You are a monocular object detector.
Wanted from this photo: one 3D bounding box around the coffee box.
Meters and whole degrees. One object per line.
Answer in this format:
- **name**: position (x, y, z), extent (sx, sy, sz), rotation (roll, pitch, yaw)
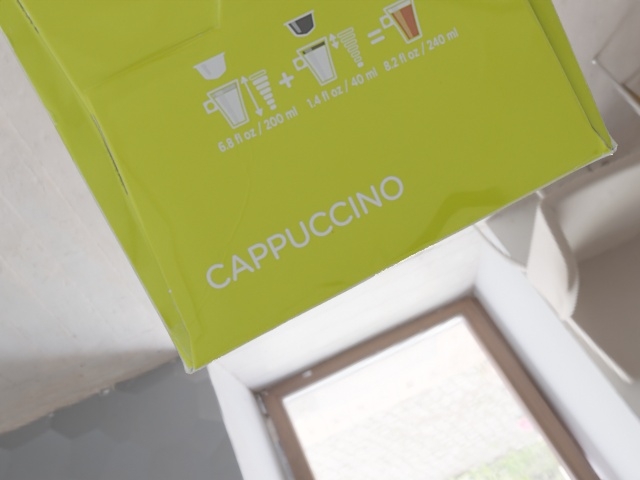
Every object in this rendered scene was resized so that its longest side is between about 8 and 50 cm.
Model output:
- **coffee box**: position (-0.037, -0.141, 0.610), extent (0.338, 0.334, 0.338), rotation (-27, 98, -7)
